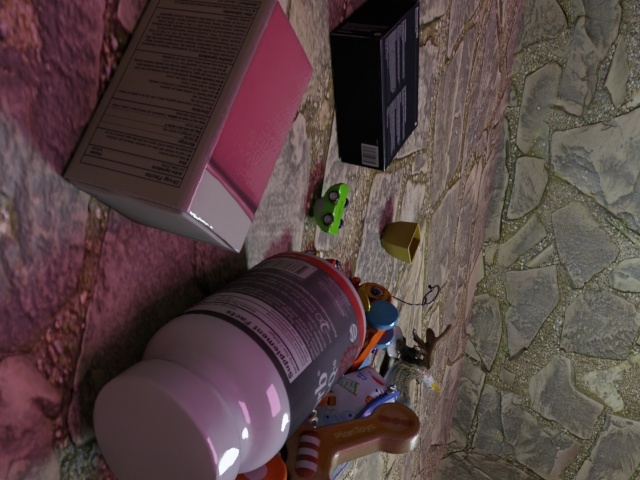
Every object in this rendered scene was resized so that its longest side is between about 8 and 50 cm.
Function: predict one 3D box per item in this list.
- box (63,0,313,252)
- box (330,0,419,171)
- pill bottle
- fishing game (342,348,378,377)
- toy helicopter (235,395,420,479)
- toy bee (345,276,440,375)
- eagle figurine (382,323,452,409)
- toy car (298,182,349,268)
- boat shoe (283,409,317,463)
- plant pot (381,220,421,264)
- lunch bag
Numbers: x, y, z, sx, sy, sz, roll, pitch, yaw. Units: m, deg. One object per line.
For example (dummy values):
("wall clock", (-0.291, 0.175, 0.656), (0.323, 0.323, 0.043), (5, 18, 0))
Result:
("box", (-0.126, -0.126, 0.632), (0.232, 0.148, 0.127), (-69, 157, -13))
("box", (0.110, -0.293, 1.140), (0.184, 0.103, 0.261), (-50, 146, -40))
("pill bottle", (-0.099, 0.165, 0.792), (0.363, 0.210, 0.210), (-35, 134, -57))
("fishing game", (0.072, 0.286, 1.485), (0.264, 0.041, 0.189), (33, 73, -58))
("toy helicopter", (-0.015, 0.303, 0.914), (0.355, 0.235, 0.140), (-7, 121, -24))
("toy bee", (0.106, 0.166, 1.367), (0.298, 0.162, 0.195), (-20, 137, -47))
("eagle figurine", (0.279, 0.407, 1.907), (0.226, 0.225, 0.298), (-3, 148, -26))
("toy car", (0.000, 0.000, 1.126), (0.239, 0.053, 0.225), (19, 86, -68))
("boat shoe", (-0.065, 0.333, 1.073), (0.355, 0.130, 0.132), (-58, 152, -36))
("plant pot", (0.202, 0.000, 1.553), (0.081, 0.083, 0.081), (-65, 155, -26))
("lunch bag", (0.034, 0.391, 1.241), (0.303, 0.115, 0.243), (-53, 158, 11))
